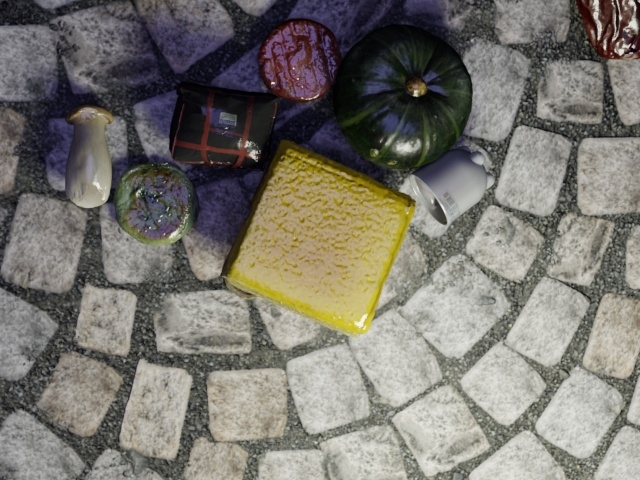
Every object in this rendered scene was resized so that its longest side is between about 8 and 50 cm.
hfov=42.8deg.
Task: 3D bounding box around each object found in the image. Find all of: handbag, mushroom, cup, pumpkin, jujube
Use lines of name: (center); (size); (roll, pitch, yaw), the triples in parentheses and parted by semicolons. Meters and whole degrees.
handbag: (-0.201, -0.231, 1.691); (0.215, 0.155, 0.169); (7, 105, -10)
mushroom: (-0.483, -0.174, 1.703); (0.097, 0.088, 0.212); (-1, 94, 26)
cup: (0.291, -0.112, 1.750); (0.142, 0.134, 0.173); (-35, 132, -7)
pumpkin: (0.165, -0.293, 1.699); (0.300, 0.207, 0.300); (2, 84, -19)
jujube: (0.643, -0.555, 1.729); (0.216, 0.216, 0.342); (-12, 106, -5)

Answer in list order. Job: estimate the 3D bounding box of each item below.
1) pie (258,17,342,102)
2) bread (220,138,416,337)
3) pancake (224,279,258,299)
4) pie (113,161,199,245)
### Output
pie: (-0.043, -0.383, 1.740); (0.182, 0.049, 0.182); (-1, 99, -5)
bread: (0.000, 0.000, 1.709); (0.333, 0.143, 0.324); (25, 86, -5)
pancake: (-0.160, 0.078, 1.818); (0.115, 0.011, 0.115); (-1, 98, -5)
pie: (-0.354, -0.079, 1.755); (0.187, 0.041, 0.187); (-1, 99, -5)
